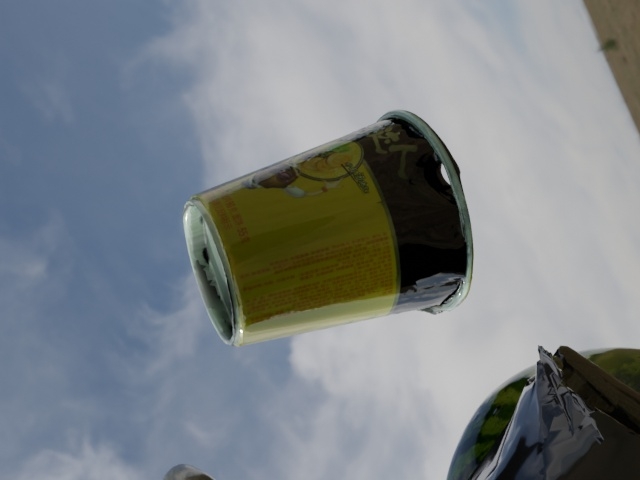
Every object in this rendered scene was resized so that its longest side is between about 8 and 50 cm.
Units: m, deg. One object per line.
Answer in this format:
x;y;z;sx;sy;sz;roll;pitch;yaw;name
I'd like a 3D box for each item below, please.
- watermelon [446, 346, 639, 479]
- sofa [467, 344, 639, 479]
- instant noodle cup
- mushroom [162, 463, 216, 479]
0.241;0.223;0.737;0.285;0.285;0.285;50;-154;-36;watermelon
0.152;0.216;0.554;0.200;0.258;0.182;34;175;22;sofa
0.000;0.000;0.896;0.215;0.236;0.216;163;90;-72;instant noodle cup
-0.145;0.377;1.219;0.116;0.093;0.225;40;171;-30;mushroom
